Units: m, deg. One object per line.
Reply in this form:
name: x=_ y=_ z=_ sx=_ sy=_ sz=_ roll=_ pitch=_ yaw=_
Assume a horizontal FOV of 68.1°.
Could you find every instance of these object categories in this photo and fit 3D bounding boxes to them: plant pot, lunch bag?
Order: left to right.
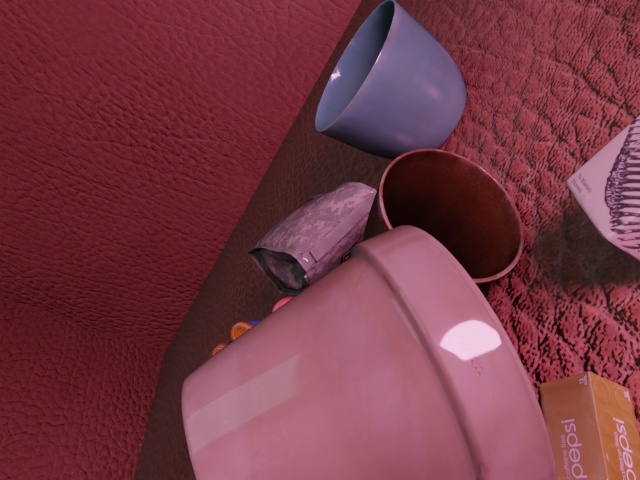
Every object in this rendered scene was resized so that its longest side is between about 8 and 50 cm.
lunch bag: x=0.000 y=0.000 z=1.054 sx=0.235 sy=0.169 sz=0.287 roll=-41 pitch=10 yaw=-21
plant pot: x=0.021 y=0.180 z=0.500 sx=0.280 sy=0.324 sz=0.323 roll=-21 pitch=18 yaw=-9
plant pot: x=0.161 y=-0.306 z=1.006 sx=0.293 sy=0.235 sz=0.293 roll=-51 pitch=23 yaw=32
plant pot: x=0.150 y=0.017 z=0.736 sx=0.230 sy=0.215 sz=0.216 roll=118 pitch=166 yaw=-55

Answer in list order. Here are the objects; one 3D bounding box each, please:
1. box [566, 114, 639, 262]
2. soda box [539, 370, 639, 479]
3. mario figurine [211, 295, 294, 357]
box: x=0.374 y=-0.102 z=0.421 sx=0.275 sy=0.094 sz=0.113 roll=-52 pitch=22 yaw=33
soda box: x=0.245 y=0.215 z=0.417 sx=0.058 sy=0.061 sz=0.182 roll=-43 pitch=29 yaw=48
mario figurine: x=-0.067 y=0.214 z=0.995 sx=0.197 sy=0.320 sz=0.170 roll=-12 pitch=89 yaw=26
